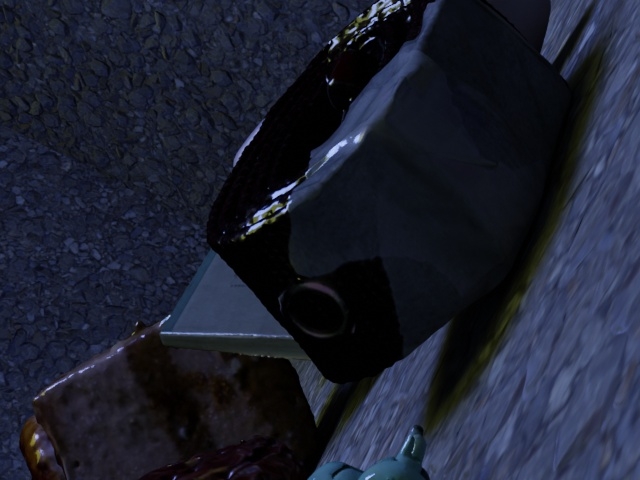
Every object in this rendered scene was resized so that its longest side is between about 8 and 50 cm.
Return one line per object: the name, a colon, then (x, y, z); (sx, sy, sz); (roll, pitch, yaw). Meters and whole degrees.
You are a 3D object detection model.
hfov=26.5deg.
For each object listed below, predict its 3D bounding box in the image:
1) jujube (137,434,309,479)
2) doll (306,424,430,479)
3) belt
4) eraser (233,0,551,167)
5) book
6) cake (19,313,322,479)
jujube: (-0.090, 0.238, 1.016); (0.236, 0.168, 0.168); (-43, -13, -44)
doll: (0.009, 0.155, 0.599); (0.158, 0.059, 0.159); (-68, 4, -53)
belt: (0.052, -0.040, 0.838); (0.184, 0.164, 0.289); (-28, 22, 37)
eraser: (0.082, -0.097, 1.011); (0.243, 0.204, 0.059); (-49, 42, 22)
book: (0.000, 0.000, 1.230); (0.282, 0.215, 0.025); (-62, -36, -43)
cake: (-0.164, 0.178, 1.305); (0.293, 0.196, 0.199); (-28, 3, -6)
